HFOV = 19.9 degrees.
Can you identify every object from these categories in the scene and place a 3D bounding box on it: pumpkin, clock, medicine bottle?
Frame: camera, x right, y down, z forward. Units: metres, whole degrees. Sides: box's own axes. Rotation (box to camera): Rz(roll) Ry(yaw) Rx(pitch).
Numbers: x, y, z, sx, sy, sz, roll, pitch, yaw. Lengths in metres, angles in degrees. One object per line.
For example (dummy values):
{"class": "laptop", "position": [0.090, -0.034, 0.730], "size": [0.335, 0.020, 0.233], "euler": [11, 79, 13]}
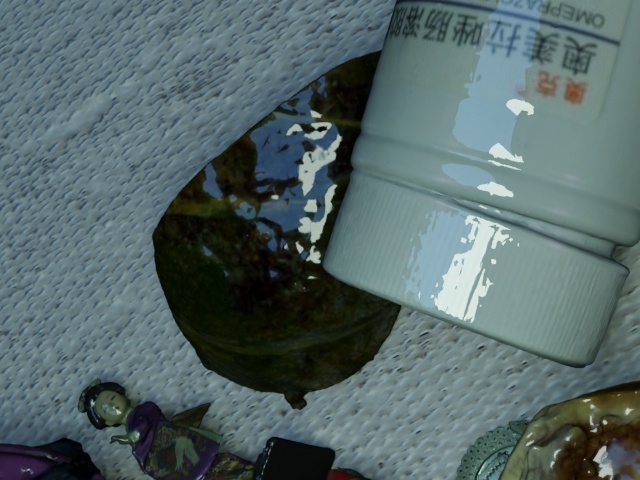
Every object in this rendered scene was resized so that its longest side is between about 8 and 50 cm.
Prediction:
{"class": "pumpkin", "position": [0.001, -0.002, 1.249], "size": [0.278, 0.111, 0.163], "euler": [-37, 71, 13]}
{"class": "clock", "position": [0.127, 0.159, 1.209], "size": [0.083, 0.010, 0.074], "euler": [-28, 69, 19]}
{"class": "medicine bottle", "position": [0.131, -0.101, 1.151], "size": [0.190, 0.190, 0.332], "euler": [16, 91, 27]}

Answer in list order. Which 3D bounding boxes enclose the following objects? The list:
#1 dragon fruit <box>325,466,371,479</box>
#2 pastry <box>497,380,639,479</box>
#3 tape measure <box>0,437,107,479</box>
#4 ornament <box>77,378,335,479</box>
{"class": "dragon fruit", "position": [0.030, 0.187, 1.222], "size": [0.083, 0.060, 0.056], "euler": [23, 87, 25]}
{"class": "pastry", "position": [0.245, 0.183, 1.069], "size": [0.256, 0.170, 0.236], "euler": [-10, 95, 19]}
{"class": "tape measure", "position": [-0.235, 0.253, 1.239], "size": [0.245, 0.149, 0.231], "euler": [-10, 71, -13]}
{"class": "ornament", "position": [-0.101, 0.148, 1.279], "size": [0.203, 0.081, 0.088], "euler": [21, 89, 28]}
